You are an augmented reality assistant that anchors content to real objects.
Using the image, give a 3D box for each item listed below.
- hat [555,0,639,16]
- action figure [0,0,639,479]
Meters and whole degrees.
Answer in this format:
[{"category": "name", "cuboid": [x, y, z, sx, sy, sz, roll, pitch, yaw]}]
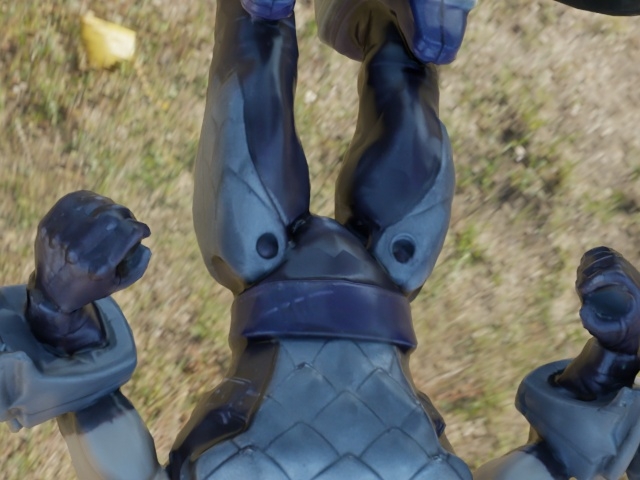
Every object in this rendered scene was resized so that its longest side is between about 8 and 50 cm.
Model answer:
[{"category": "hat", "cuboid": [0.116, -0.269, 0.688, 0.331, 0.134, 0.331, -12, 121, -21]}, {"category": "action figure", "cuboid": [0.000, 0.000, 0.421, 0.185, 0.099, 0.285, 9, 68, -24]}]
